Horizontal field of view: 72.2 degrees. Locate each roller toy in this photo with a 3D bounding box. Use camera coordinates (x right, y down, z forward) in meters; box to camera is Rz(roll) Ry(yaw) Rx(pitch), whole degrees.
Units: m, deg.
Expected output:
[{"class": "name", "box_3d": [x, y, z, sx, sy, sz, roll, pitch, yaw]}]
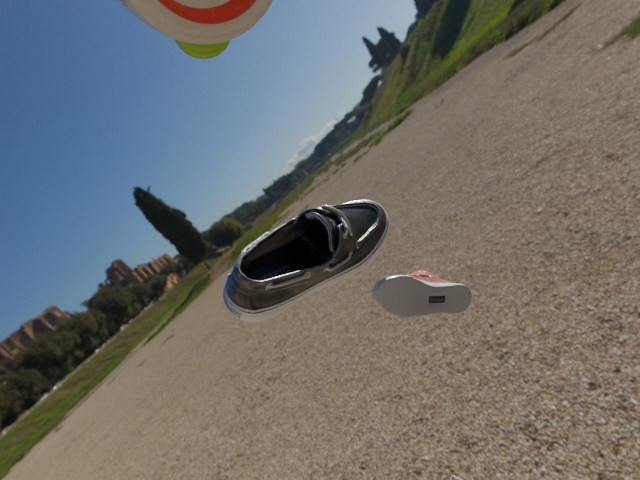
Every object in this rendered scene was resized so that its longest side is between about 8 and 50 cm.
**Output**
[{"class": "roller toy", "box_3d": [-0.145, -0.321, 0.474, 0.191, 0.209, 0.146, -54, 42, 9]}]

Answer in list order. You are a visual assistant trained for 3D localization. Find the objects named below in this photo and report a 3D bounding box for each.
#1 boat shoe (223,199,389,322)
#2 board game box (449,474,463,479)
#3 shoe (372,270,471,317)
[{"class": "boat shoe", "box_3d": [0.000, 0.000, 0.610, 0.301, 0.108, 0.102, -27, -25, -34]}, {"class": "board game box", "box_3d": [0.197, 0.421, 0.672, 0.103, 0.026, 0.154, -63, -26, -22]}, {"class": "shoe", "box_3d": [0.147, 0.082, 0.702, 0.081, 0.178, 0.063, -162, 79, -66]}]
